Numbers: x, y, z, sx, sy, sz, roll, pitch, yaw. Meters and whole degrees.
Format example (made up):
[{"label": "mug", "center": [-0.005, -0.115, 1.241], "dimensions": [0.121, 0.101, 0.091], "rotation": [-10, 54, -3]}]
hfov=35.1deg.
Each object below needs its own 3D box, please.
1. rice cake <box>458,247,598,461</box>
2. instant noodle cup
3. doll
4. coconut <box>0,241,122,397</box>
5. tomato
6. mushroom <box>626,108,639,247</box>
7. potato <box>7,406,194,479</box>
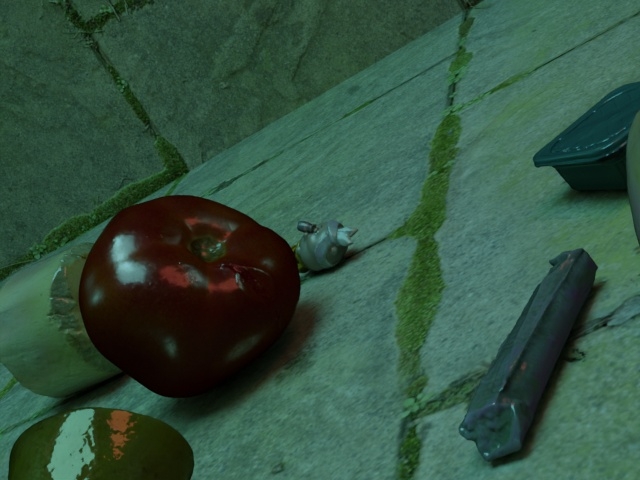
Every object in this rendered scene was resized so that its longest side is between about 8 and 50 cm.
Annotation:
[{"label": "rice cake", "center": [0.194, 0.092, 0.907], "dimensions": [0.055, 0.049, 0.270], "rotation": [-49, 0, 43]}, {"label": "instant noodle cup", "center": [0.357, -0.121, 1.188], "dimensions": [0.179, 0.070, 0.157], "rotation": [-39, 15, -18]}, {"label": "doll", "center": [0.000, 0.000, 1.507], "dimensions": [0.127, 0.084, 0.073], "rotation": [-29, 15, 44]}, {"label": "coconut", "center": [-0.422, 0.137, 1.680], "dimensions": [0.244, 0.239, 0.239], "rotation": [-23, 18, 35]}, {"label": "tomato", "center": [-0.179, 0.077, 1.357], "dimensions": [0.298, 0.298, 0.226], "rotation": [-52, -16, -50]}, {"label": "mushroom", "center": [0.339, -0.046, 0.806], "dimensions": [0.236, 0.173, 0.162], "rotation": [-22, 21, 34]}, {"label": "potato", "center": [-0.239, 0.282, 1.022], "dimensions": [0.203, 0.178, 0.158], "rotation": [-5, 38, 9]}]
